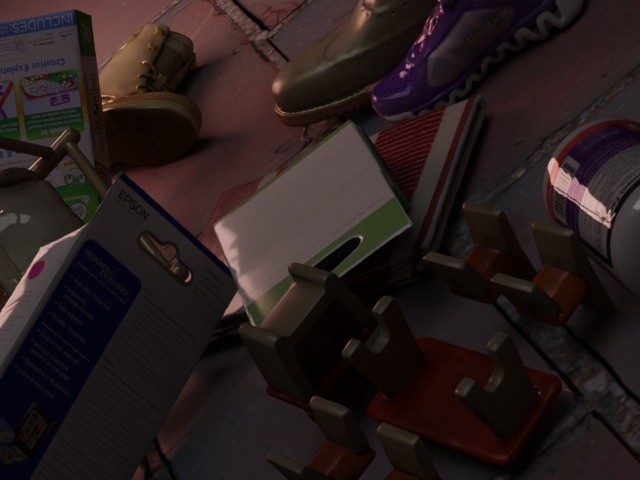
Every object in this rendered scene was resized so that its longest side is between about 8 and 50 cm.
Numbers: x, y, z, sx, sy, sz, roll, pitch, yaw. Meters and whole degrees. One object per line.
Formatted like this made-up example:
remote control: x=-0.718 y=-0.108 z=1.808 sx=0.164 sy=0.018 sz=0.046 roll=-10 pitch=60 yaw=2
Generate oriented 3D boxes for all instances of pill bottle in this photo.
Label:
pill bottle: x=0.249 y=-0.015 z=1.343 sx=0.108 sy=0.108 sz=0.193 roll=-41 pitch=27 yaw=0

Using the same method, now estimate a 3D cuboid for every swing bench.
swing bench: x=-0.306 y=0.045 z=1.802 sx=0.255 sy=0.165 sz=0.253 roll=-56 pitch=50 yaw=19

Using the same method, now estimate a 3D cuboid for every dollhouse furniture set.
dollhouse furniture set: x=0.071 y=0.109 z=1.412 sx=0.259 sy=0.135 sz=0.262 roll=17 pitch=61 yaw=46

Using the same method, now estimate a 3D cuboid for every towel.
towel: x=0.001 y=-0.012 z=1.742 sx=0.329 sy=0.037 sz=0.237 roll=-19 pitch=33 yaw=35

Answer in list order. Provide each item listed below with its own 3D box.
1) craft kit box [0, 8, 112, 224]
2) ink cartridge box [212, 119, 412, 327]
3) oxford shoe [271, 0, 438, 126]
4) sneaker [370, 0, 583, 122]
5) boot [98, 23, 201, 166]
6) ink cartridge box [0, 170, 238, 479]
craft kit box: x=-0.372 y=-0.125 z=2.105 sx=0.249 sy=0.247 sz=0.061 roll=-7 pitch=-4 yaw=14
ink cartridge box: x=0.000 y=0.000 z=1.623 sx=0.171 sy=0.056 sz=0.235 roll=-37 pitch=30 yaw=6
oxford shoe: x=0.091 y=-0.272 z=1.889 sx=0.397 sy=0.146 sz=0.140 roll=-37 pitch=28 yaw=8
sneaker: x=0.138 y=-0.212 z=1.789 sx=0.236 sy=0.104 sz=0.095 roll=-36 pitch=29 yaw=11
boot: x=-0.203 y=-0.182 z=2.202 sx=0.262 sy=0.095 sz=0.203 roll=-11 pitch=37 yaw=48
ink cartridge box: x=-0.223 y=0.137 z=1.606 sx=0.069 sy=0.176 sz=0.371 roll=4 pitch=57 yaw=50
